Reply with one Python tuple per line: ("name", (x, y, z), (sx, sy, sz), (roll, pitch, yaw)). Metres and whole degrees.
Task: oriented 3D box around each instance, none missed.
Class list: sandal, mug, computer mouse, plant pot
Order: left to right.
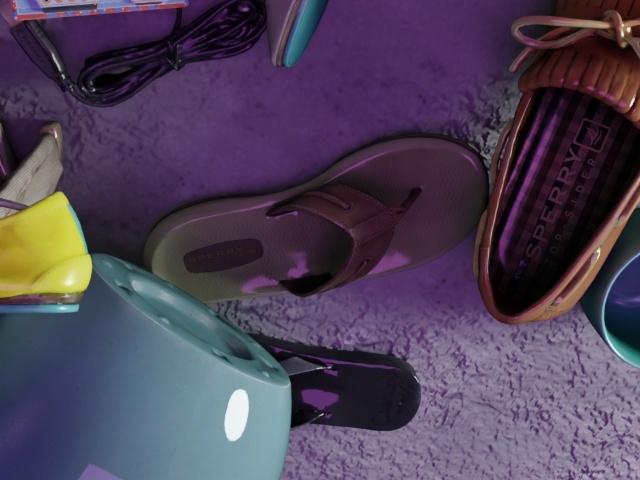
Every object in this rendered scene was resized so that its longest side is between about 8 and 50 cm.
("computer mouse", (-0.169, -0.230, 0.679), (0.184, 0.060, 0.262), (-27, 124, 3))
("plant pot", (-0.160, 0.153, 0.693), (0.293, 0.293, 0.235), (33, 92, -16))
("sandal", (-0.032, 0.138, 0.841), (0.254, 0.054, 0.097), (0, 113, -4))
("sandal", (-0.001, 0.002, 0.769), (0.302, 0.086, 0.120), (-17, 113, 3))
("mug", (0.304, 0.032, 0.798), (0.157, 0.097, 0.130), (-16, 112, 2))

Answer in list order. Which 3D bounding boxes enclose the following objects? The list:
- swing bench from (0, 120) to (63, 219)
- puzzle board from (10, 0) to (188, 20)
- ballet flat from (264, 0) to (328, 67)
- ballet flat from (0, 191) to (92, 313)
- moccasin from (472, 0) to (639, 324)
("swing bench", (-0.296, -0.053, 0.635), (0.165, 0.253, 0.255), (-30, 112, 8))
("puzzle board", (-0.161, -0.208, 0.651), (0.128, 0.011, 0.096), (-7, 122, -11))
("ballet flat", (-0.005, -0.237, 0.688), (0.068, 0.072, 0.213), (30, 107, 8))
("ballet flat", (-0.242, 0.008, 0.497), (0.230, 0.077, 0.077), (-4, 91, -6))
("moccasin", (0.207, -0.114, 0.689), (0.139, 0.147, 0.380), (29, 107, 14))
